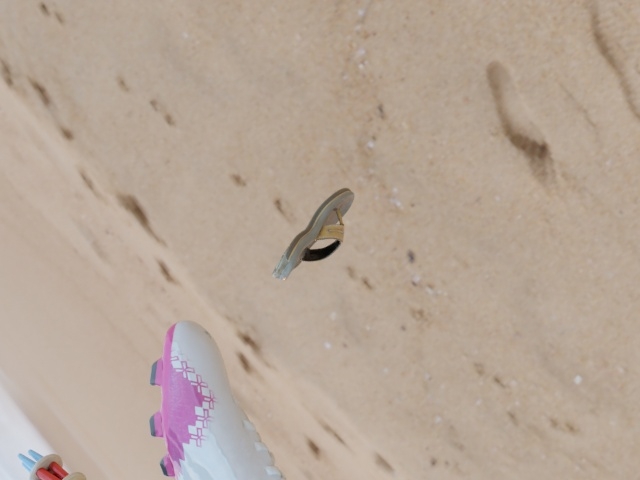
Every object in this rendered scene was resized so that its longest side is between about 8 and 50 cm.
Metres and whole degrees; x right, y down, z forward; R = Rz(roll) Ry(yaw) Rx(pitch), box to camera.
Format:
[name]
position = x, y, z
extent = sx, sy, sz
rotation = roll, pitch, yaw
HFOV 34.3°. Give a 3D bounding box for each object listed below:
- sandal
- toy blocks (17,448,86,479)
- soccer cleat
[sandal]
position = 0.000, 0.000, 1.307
extent = 0.049, 0.180, 0.072
rotation = 33, 133, 7
[toy blocks]
position = -0.325, 0.332, 1.355
extent = 0.148, 0.054, 0.123
rotation = 25, 155, 32
[soccer cleat]
position = -0.074, 0.235, 0.996
extent = 0.116, 0.143, 0.331
rotation = -35, -61, -81
